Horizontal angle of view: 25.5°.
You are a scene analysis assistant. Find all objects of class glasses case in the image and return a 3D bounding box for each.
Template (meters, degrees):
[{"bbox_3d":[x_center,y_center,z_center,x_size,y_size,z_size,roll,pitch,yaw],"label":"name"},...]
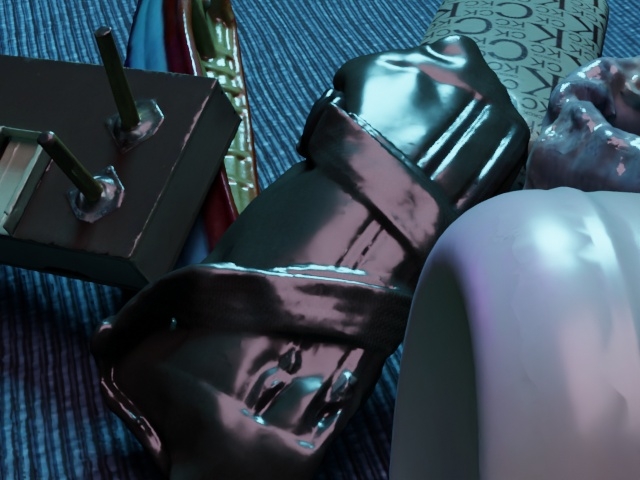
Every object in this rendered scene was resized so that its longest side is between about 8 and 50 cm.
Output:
[{"bbox_3d":[0.145,-0.133,1.091,0.137,0.085,0.354,10,29,11],"label":"glasses case"}]

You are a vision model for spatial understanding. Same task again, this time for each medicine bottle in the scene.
[{"bbox_3d":[0.186,0.108,0.508,0.302,0.241,0.241,3,29,-5],"label":"medicine bottle"}]

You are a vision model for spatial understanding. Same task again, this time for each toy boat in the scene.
[{"bbox_3d":[-0.081,-0.074,0.924,0.079,0.136,0.392,-17,38,8],"label":"toy boat"}]

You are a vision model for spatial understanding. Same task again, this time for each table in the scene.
[{"bbox_3d":[-0.187,-0.064,0.801,0.240,0.111,0.121,9,62,27],"label":"table"}]

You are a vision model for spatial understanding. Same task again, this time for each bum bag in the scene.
[{"bbox_3d":[0.000,0.000,0.729,0.142,0.079,0.326,21,56,23],"label":"bum bag"}]

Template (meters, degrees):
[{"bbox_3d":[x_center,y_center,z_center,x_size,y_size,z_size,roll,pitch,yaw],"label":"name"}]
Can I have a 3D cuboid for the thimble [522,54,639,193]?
[{"bbox_3d":[0.220,0.011,0.768,0.236,0.172,0.205,10,26,3],"label":"thimble"}]
